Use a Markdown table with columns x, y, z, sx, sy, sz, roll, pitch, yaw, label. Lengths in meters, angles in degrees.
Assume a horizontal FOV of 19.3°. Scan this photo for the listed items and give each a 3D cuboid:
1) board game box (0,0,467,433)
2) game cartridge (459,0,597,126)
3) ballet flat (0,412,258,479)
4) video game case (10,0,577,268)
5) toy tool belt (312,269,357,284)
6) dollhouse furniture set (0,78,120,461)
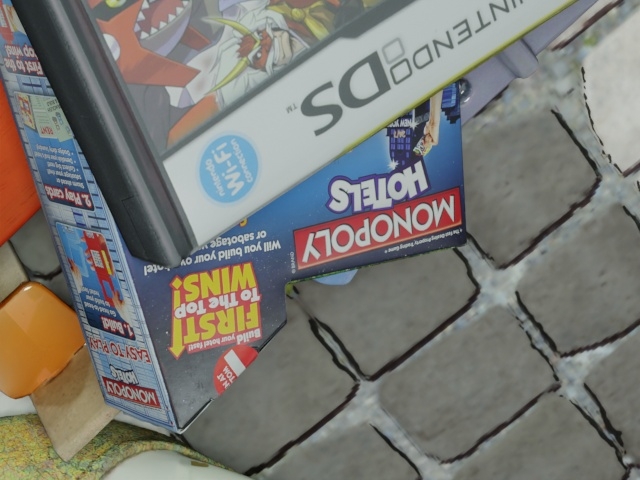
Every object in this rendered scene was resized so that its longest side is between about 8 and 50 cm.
| x | y | z | sx | sy | sz | roll | pitch | yaw | label |
| --- | --- | --- | --- | --- | --- | --- | --- | --- | --- |
| -0.035 | -0.032 | 0.739 | 0.194 | 0.060 | 0.194 | -11 | 104 | -34 | board game box |
| 0.107 | -0.228 | 0.794 | 0.355 | 0.068 | 0.230 | -42 | 128 | 3 | game cartridge |
| -0.031 | 0.164 | 0.903 | 0.348 | 0.123 | 0.123 | 30 | 103 | -34 | ballet flat |
| -0.016 | -0.168 | 0.667 | 0.248 | 0.035 | 0.275 | -34 | 116 | -24 | video game case |
| 0.000 | 0.000 | 0.873 | 0.083 | 0.051 | 0.052 | 21 | 107 | -30 | toy tool belt |
| -0.190 | 0.010 | 0.749 | 0.259 | 0.135 | 0.262 | -44 | 124 | 4 | dollhouse furniture set |
